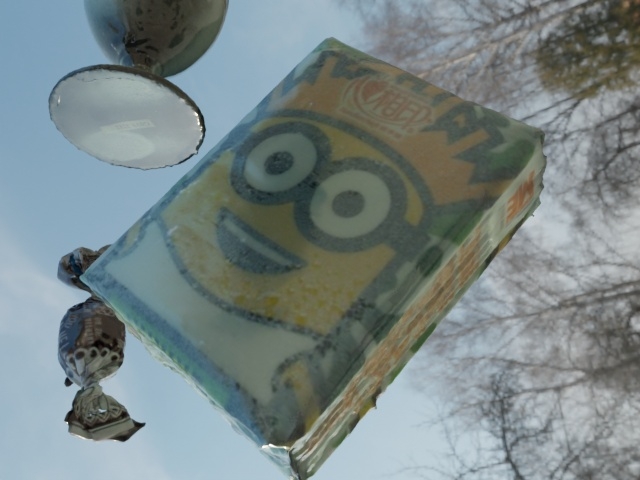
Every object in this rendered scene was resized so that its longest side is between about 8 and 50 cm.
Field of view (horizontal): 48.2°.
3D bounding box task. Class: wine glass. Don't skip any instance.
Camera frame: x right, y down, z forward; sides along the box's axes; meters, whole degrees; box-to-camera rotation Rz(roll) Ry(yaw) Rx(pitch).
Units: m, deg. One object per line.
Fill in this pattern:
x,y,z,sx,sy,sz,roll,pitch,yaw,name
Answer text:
-0.105,-0.151,0.455,0.093,0.092,0.202,41,-137,-44,wine glass

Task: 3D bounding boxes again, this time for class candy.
-0.197,0.082,0.646,0.094,0.051,0.226,19,-144,-28,candy

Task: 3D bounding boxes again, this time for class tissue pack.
0.000,0.000,0.575,0.311,0.228,0.128,-47,-31,-17,tissue pack
